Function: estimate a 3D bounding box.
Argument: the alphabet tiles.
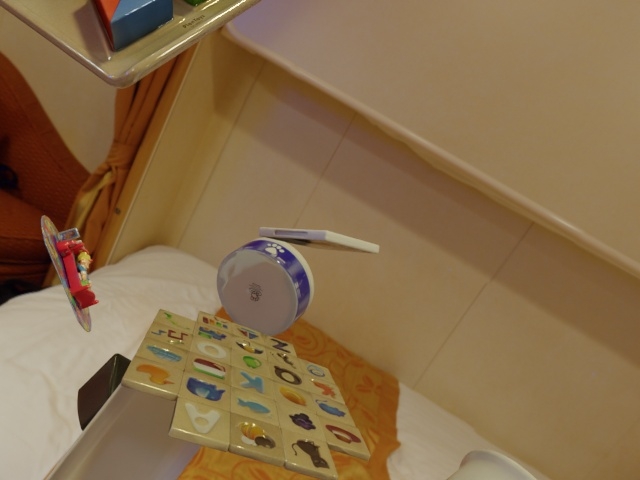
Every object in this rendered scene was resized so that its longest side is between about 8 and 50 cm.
[{"bbox_3d":[-0.092,0.177,0.569,0.285,0.011,0.342,24,3,-14],"label":"alphabet tiles"}]

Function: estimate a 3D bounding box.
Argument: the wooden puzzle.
[{"bbox_3d":[-0.291,-0.399,0.624,0.347,0.080,0.322,33,59,8],"label":"wooden puzzle"}]

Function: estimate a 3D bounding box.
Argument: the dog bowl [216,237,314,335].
[{"bbox_3d":[-0.158,0.130,1.222,0.264,0.265,0.104,33,28,12],"label":"dog bowl"}]

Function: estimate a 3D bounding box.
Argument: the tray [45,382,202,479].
[{"bbox_3d":[-0.259,0.292,0.565,0.145,0.270,0.030,40,-4,-26],"label":"tray"}]

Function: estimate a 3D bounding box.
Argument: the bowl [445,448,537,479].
[{"bbox_3d":[0.205,0.423,0.510,0.134,0.298,0.298,-12,31,-16],"label":"bowl"}]

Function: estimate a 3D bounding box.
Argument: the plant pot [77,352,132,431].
[{"bbox_3d":[-0.613,0.497,1.312,0.188,0.187,0.167,43,7,-28],"label":"plant pot"}]

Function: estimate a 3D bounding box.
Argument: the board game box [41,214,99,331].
[{"bbox_3d":[-0.331,0.041,0.596,0.033,0.169,0.133,-21,14,-22],"label":"board game box"}]

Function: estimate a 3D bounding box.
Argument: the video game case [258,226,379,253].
[{"bbox_3d":[0.000,0.000,0.888,0.173,0.022,0.190,4,-6,38],"label":"video game case"}]
